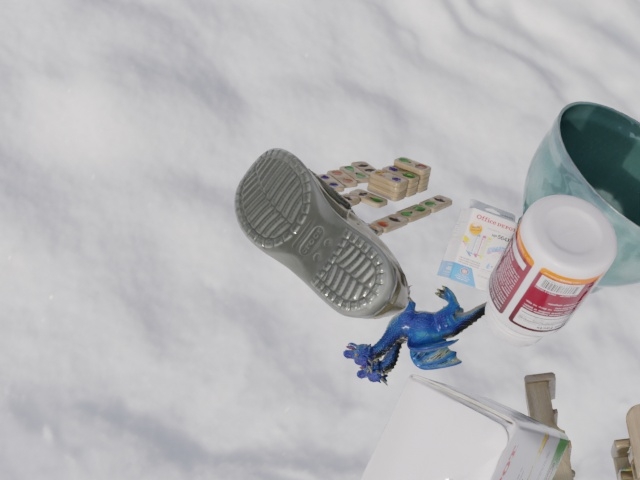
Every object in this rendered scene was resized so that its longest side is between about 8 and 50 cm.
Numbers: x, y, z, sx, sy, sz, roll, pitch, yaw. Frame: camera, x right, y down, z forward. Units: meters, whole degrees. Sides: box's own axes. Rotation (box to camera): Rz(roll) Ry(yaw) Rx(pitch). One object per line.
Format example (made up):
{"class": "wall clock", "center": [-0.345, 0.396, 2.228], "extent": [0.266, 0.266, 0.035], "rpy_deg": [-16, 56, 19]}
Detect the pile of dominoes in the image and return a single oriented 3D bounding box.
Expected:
{"class": "pile of dominoes", "center": [0.062, -0.077, 1.384], "extent": [0.196, 0.040, 0.251], "rpy_deg": [25, 31, 34]}

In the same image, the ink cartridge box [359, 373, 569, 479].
{"class": "ink cartridge box", "center": [0.141, 0.261, 0.956], "extent": [0.117, 0.201, 0.278], "rpy_deg": [24, -3, 28]}

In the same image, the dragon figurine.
{"class": "dragon figurine", "center": [0.184, 0.157, 1.513], "extent": [0.289, 0.085, 0.144], "rpy_deg": [-5, 54, 11]}

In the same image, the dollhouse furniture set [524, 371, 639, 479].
{"class": "dollhouse furniture set", "center": [0.411, 0.261, 1.267], "extent": [0.242, 0.212, 0.161], "rpy_deg": [-9, 64, 9]}

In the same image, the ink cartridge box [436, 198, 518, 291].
{"class": "ink cartridge box", "center": [0.270, 0.008, 1.566], "extent": [0.092, 0.090, 0.143], "rpy_deg": [19, 90, -5]}

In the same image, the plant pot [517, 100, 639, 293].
{"class": "plant pot", "center": [0.427, -0.041, 1.431], "extent": [0.293, 0.196, 0.293], "rpy_deg": [20, 41, -19]}

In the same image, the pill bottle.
{"class": "pill bottle", "center": [0.203, 0.034, 0.853], "extent": [0.086, 0.152, 0.086], "rpy_deg": [5, 55, -7]}

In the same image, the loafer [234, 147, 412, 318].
{"class": "loafer", "center": [0.000, 0.000, 0.914], "extent": [0.087, 0.094, 0.251], "rpy_deg": [33, 13, -48]}
